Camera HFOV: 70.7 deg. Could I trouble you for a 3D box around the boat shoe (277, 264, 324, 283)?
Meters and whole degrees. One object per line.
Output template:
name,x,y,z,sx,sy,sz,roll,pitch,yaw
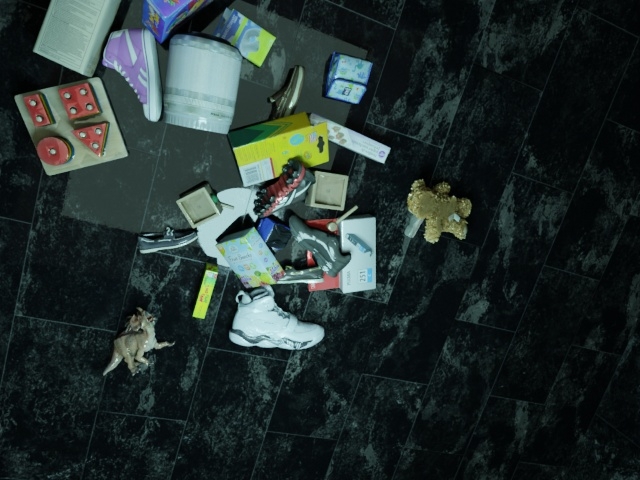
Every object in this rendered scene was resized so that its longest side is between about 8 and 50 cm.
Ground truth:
boat shoe,-0.100,0.127,1.716,0.228,0.081,0.068,-1,92,-9

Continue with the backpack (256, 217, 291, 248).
backpack,-0.169,-0.029,1.648,0.120,0.101,0.097,21,104,-51

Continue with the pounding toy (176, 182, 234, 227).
pounding toy,-0.399,-0.124,1.577,0.141,0.100,0.130,-26,109,6

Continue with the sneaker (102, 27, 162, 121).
sneaker,-0.591,-0.514,1.420,0.161,0.102,0.281,-6,95,-8

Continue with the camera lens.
camera lens,-0.369,-0.489,1.409,0.220,0.219,0.274,8,103,-15

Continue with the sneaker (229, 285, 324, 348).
sneaker,-0.156,0.290,1.713,0.366,0.137,0.210,4,107,-11

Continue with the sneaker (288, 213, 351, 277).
sneaker,0.000,0.000,1.670,0.130,0.109,0.286,-40,104,13

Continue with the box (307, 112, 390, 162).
box,0.095,-0.370,1.635,0.324,0.067,0.063,20,99,-17

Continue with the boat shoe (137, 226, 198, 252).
boat shoe,-0.535,-0.010,1.576,0.206,0.075,0.064,-13,110,-5

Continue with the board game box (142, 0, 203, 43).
board game box,-0.353,-0.739,1.304,0.347,0.233,0.078,-46,111,-12

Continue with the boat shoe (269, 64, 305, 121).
boat shoe,-0.127,-0.476,1.540,0.095,0.095,0.257,16,101,-11

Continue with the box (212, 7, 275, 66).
box,-0.251,-0.669,1.483,0.178,0.042,0.109,27,97,-19

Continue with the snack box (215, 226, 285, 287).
snack box,-0.252,0.066,1.614,0.207,0.175,0.070,58,45,-18

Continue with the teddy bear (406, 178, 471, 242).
teddy bear,0.459,-0.115,1.751,0.338,0.113,0.244,-5,97,-32

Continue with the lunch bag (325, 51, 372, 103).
lunch bag,0.094,-0.563,1.573,0.129,0.096,0.151,8,117,-18

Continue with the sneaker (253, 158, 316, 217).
sneaker,-0.122,-0.164,1.596,0.135,0.097,0.276,17,131,-43

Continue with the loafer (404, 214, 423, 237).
loafer,0.382,-0.069,1.800,0.039,0.045,0.125,27,95,-38

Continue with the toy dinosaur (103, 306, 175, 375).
toy dinosaur,-0.673,0.357,1.623,0.296,0.127,0.200,-30,102,9

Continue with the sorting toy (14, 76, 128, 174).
sorting toy,-0.782,-0.355,1.415,0.257,0.089,0.255,-17,108,-9

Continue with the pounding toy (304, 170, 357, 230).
pounding toy,0.040,-0.141,1.663,0.181,0.094,0.205,6,97,-19

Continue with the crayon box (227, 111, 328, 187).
crayon box,-0.134,-0.312,1.531,0.319,0.081,0.202,-17,150,-9

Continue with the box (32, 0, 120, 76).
box,-0.705,-0.663,1.333,0.148,0.121,0.311,24,98,-18

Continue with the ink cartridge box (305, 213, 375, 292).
ink cartridge box,0.082,0.058,1.748,0.261,0.066,0.296,-6,106,-12

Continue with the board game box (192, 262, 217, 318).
board game box,-0.420,0.181,1.645,0.043,0.092,0.181,16,100,-17
